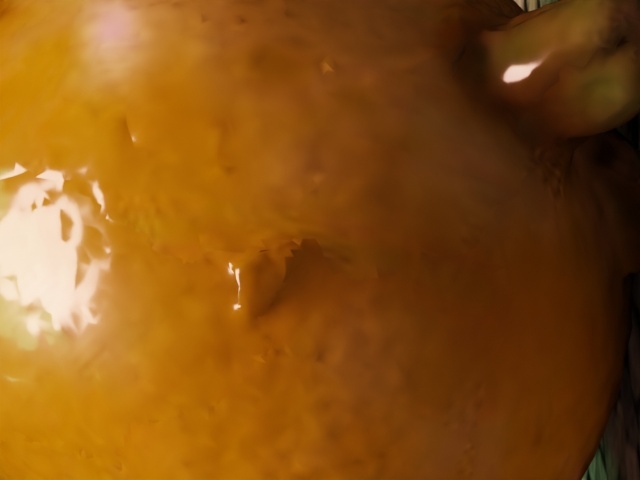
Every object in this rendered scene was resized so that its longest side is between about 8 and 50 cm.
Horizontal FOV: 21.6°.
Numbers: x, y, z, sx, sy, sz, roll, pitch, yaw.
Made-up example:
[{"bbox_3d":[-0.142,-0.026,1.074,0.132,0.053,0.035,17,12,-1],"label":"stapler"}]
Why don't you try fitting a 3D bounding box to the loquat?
[{"bbox_3d":[0.000,0.000,0.717,0.359,0.328,0.328,-32,51,38],"label":"loquat"}]
